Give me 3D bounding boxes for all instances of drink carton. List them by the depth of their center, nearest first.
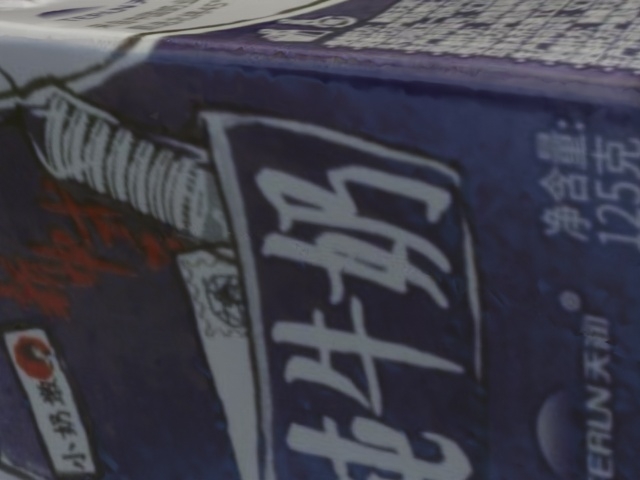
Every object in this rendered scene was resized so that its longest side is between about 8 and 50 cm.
[{"bbox_3d":[-0.001,-0.001,0.415,0.102,0.222,0.134,-47,138,-49],"label":"drink carton"}]
